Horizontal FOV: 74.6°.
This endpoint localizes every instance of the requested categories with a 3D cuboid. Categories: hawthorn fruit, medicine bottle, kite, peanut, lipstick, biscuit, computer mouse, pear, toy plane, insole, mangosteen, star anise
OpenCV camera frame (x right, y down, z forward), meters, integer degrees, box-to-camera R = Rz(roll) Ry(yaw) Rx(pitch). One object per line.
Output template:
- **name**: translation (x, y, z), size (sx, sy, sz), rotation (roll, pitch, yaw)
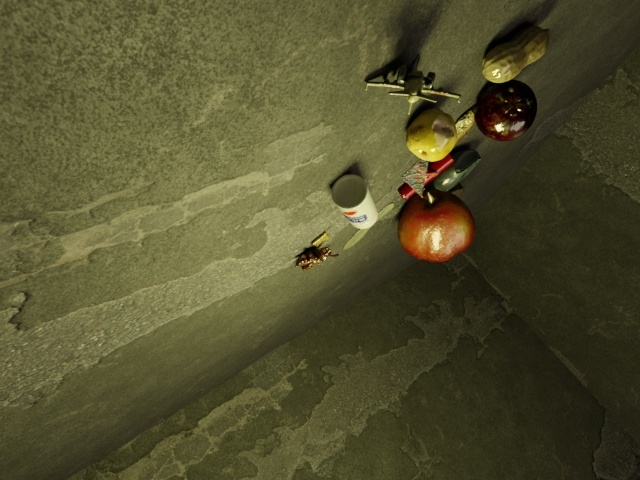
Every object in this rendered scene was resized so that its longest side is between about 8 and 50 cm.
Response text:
- **hawthorn fruit**: translation (0.589, -0.095, 2.189), size (0.403, 0.403, 0.403), rotation (-34, 161, -13)
- **medicine bottle**: translation (0.140, -0.132, 1.581), size (0.130, 0.130, 0.341), rotation (-40, 162, 4)
- **kite**: translation (0.441, -0.284, 1.866), size (0.189, 0.009, 0.232), rotation (-8, 128, -15)
- **peanut**: translation (0.659, -0.625, 1.411), size (0.298, 0.120, 0.136), rotation (-35, -175, -13)
- **lipstick**: translation (0.478, -0.294, 1.925), size (0.280, 0.073, 0.073), rotation (-40, 162, 9)
- **biscuit**: translation (0.000, 0.000, 1.806), size (0.081, 0.018, 0.083), rotation (-39, 162, 1)
- **computer mouse**: translation (0.664, -0.356, 2.067), size (0.374, 0.114, 0.203), rotation (-30, 159, -47)
- **pear**: translation (0.384, -0.366, 1.446), size (0.178, 0.178, 0.178), rotation (-34, 161, -13)
- **toy plane**: translation (0.244, -0.405, 1.100), size (0.256, 0.242, 0.104), rotation (-71, 168, -49)
- **insole**: translation (0.239, -0.068, 2.112), size (0.348, 0.009, 0.119), rotation (-44, 160, 16)
- **mangosteen**: translation (0.724, -0.514, 1.666), size (0.231, 0.231, 0.289), rotation (-45, -178, 20)
- **biscuit**: translation (0.578, -0.455, 1.753), size (0.183, 0.061, 0.118), rotation (-46, 162, 19)
- **star anise**: translation (-0.021, 0.081, 1.864), size (0.177, 0.073, 0.234), rotation (-23, 162, 10)

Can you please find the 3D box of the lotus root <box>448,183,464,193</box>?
- **lotus root**: translation (0.793, -0.278, 2.559), size (0.170, 0.074, 0.260), rotation (-33, 160, -18)
